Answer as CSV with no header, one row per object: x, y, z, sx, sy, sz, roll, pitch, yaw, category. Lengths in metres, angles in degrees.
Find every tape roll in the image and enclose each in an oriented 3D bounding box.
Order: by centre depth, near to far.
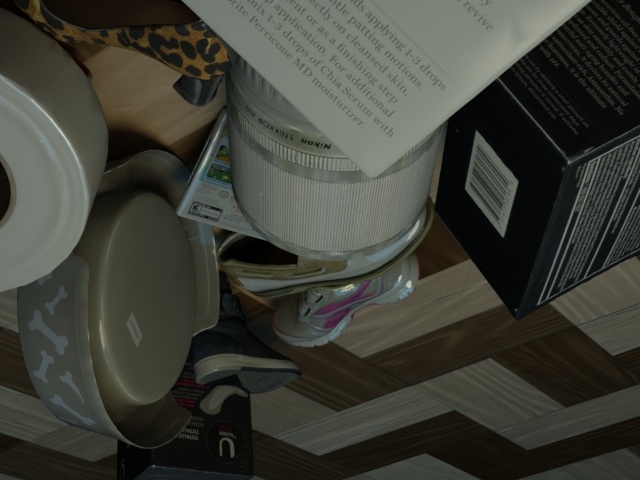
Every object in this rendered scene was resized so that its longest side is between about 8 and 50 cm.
-0.350,-0.083,0.953,0.286,0.100,0.286,1,130,1,tape roll

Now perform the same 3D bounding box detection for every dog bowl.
-0.231,0.067,1.194,0.102,0.349,0.349,-1,150,17,dog bowl

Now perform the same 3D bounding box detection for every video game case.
-0.077,-0.073,1.219,0.157,0.019,0.143,16,113,-31,video game case

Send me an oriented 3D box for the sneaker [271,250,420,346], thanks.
0.014,0.064,1.449,0.252,0.103,0.111,-34,134,28,sneaker

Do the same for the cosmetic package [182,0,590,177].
0.117,-0.269,0.650,0.230,0.161,0.453,43,131,-10,cosmetic package

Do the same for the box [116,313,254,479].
-0.207,0.244,1.524,0.165,0.270,0.143,14,143,-27,box

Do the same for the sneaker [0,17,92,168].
-0.366,-0.177,1.015,0.270,0.090,0.145,25,117,-18,sneaker

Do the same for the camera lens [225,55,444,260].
0.016,-0.127,1.020,0.219,0.219,0.274,-3,148,-5,camera lens

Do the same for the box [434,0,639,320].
0.294,-0.111,1.047,0.294,0.183,0.296,-25,151,-15,box

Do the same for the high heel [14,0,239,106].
-0.184,-0.221,0.869,0.261,0.093,0.186,33,166,-7,high heel

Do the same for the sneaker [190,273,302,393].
-0.118,0.135,1.485,0.086,0.163,0.226,-31,153,21,sneaker

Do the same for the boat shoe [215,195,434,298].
0.000,0.000,1.320,0.302,0.113,0.103,-23,150,27,boat shoe
